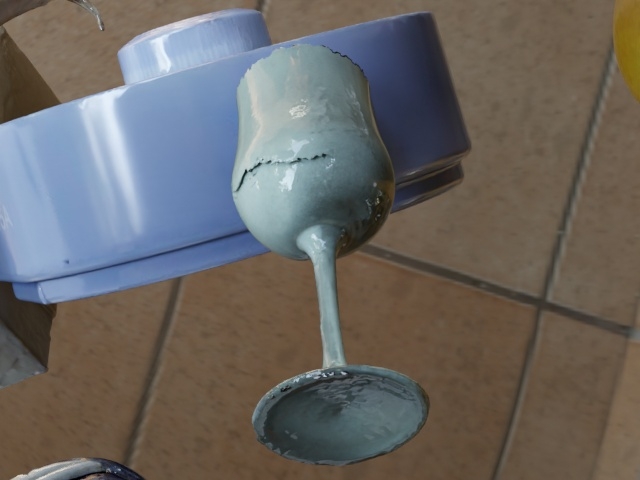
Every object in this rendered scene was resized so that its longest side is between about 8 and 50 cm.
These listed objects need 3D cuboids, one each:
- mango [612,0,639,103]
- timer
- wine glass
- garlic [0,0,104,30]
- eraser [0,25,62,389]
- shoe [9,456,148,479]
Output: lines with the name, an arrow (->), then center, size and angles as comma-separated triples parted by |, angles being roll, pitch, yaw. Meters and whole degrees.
mango -> 0.247, -0.137, 0.710 | 0.175, 0.254, 0.139 | -40, 89, -20
timer -> -0.070, -0.081, 1.074 | 0.395, 0.395, 0.173 | -16, 95, -21
wine glass -> 0.000, 0.000, 0.666 | 0.079, 0.079, 0.196 | 12, 48, -22
garlic -> -0.288, -0.157, 0.991 | 0.245, 0.145, 0.164 | -34, 79, -27
eraser -> -0.292, -0.037, 1.272 | 0.078, 0.343, 0.144 | -21, 132, 14
shoe -> -0.086, 0.164, 0.428 | 0.091, 0.106, 0.207 | 54, 45, -44
